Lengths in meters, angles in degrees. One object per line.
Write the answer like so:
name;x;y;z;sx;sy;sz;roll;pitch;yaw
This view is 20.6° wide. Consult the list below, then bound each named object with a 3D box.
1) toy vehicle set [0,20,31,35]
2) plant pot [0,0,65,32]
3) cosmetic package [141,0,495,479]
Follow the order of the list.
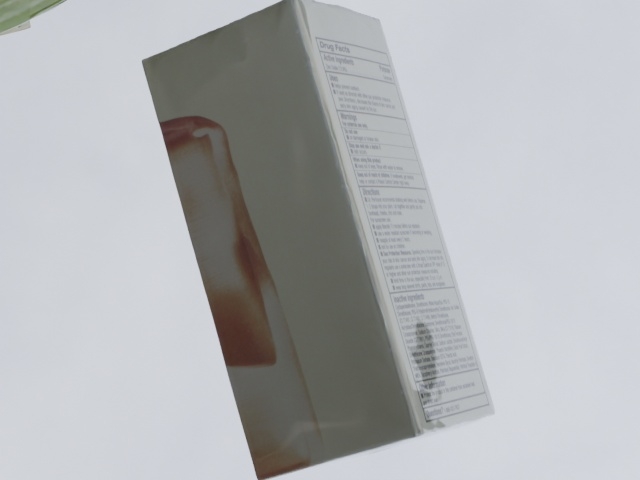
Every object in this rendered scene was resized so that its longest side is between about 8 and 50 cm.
toy vehicle set;-0.295;-0.231;1.100;0.035;0.166;0.267;94;-22;-67
plant pot;-0.141;-0.197;0.425;0.275;0.275;0.293;-41;-118;42
cosmetic package;0.000;0.000;1.196;0.129;0.153;0.296;-19;-99;25
